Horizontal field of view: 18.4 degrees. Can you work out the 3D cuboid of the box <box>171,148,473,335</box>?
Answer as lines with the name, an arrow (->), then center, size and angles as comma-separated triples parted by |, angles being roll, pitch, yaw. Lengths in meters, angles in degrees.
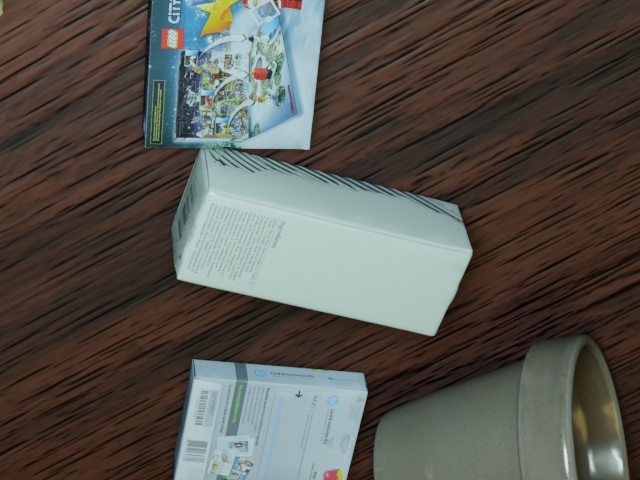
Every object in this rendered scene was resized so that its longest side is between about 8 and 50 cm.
box -> 0.000, 0.000, 1.933 | 0.275, 0.094, 0.113 | 14, 121, -17

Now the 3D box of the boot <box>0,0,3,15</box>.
boot -> -0.292, -0.294, 1.654 | 0.236, 0.089, 0.269 | 11, 139, 8

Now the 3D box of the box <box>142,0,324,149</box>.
box -> -0.080, -0.194, 1.822 | 0.159, 0.044, 0.233 | 1, 123, -9

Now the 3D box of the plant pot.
plant pot -> 0.184, 0.240, 2.046 | 0.229, 0.263, 0.263 | -10, 126, 19

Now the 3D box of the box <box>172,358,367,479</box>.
box -> -0.055, 0.199, 2.091 | 0.186, 0.038, 0.145 | 5, 123, -10
